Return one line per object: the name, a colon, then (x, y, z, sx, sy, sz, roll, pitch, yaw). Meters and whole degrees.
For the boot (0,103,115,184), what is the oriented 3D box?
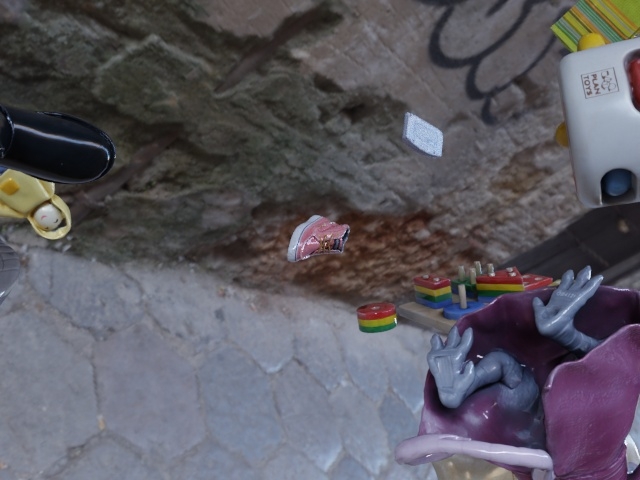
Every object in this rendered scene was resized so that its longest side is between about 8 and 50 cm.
boot: (-0.180, -0.057, 0.406, 0.121, 0.045, 0.099, 17, 7, -14)

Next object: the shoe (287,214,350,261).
shoe: (0.000, 0.000, 1.409, 0.081, 0.064, 0.178, 15, 24, 14)

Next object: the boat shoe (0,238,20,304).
boat shoe: (-0.535, 0.055, 1.079, 0.132, 0.130, 0.355, 14, 12, -30)

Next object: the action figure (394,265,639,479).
action figure: (0.270, 0.217, 0.736, 0.370, 0.248, 0.276, 61, 40, -28)

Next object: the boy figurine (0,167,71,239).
boy figurine: (-0.592, -0.102, 1.387, 0.092, 0.177, 0.285, 50, -6, 48)

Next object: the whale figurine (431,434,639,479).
whale figurine: (0.287, 0.316, 0.984, 0.141, 0.272, 0.216, 62, 19, -75)

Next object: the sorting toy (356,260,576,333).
sorting toy: (0.185, 0.059, 0.837, 0.132, 0.274, 0.046, -166, -114, -67)

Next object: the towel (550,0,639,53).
towel: (0.457, -0.364, 1.052, 0.102, 0.237, 0.021, 53, 21, 21)

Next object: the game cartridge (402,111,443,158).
game cartridge: (0.167, -0.169, 1.183, 0.083, 0.017, 0.056, 23, 62, -32)

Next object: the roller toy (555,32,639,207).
roller toy: (0.358, -0.142, 0.868, 0.191, 0.146, 0.209, -56, 134, -64)
